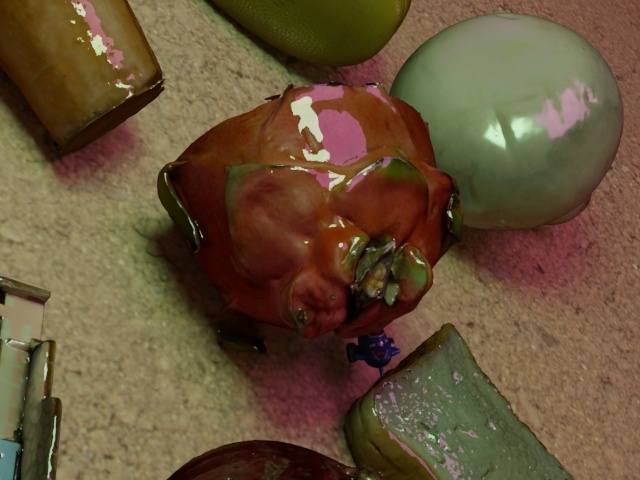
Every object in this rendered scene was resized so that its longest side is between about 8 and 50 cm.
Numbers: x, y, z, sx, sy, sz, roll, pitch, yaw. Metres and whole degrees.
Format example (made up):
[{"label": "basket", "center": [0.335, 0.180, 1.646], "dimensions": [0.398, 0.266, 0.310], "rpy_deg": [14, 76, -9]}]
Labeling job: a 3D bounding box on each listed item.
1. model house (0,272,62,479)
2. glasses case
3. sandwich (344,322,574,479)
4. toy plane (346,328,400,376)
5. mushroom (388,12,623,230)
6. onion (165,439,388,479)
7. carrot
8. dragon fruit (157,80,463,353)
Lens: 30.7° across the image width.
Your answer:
[{"label": "model house", "center": [-0.330, 0.146, 0.839], "dimensions": [0.244, 0.169, 0.326], "rpy_deg": [21, 46, -27]}, {"label": "glasses case", "center": [-0.063, -0.368, 1.520], "dimensions": [0.371, 0.173, 0.141], "rpy_deg": [40, 38, -7]}, {"label": "sandwich", "center": [0.157, 0.236, 1.285], "dimensions": [0.251, 0.087, 0.226], "rpy_deg": [51, 42, 8]}, {"label": "toy plane", "center": [0.051, 0.096, 1.296], "dimensions": [0.054, 0.062, 0.167], "rpy_deg": [-7, 19, -10]}, {"label": "mushroom", "center": [0.270, -0.153, 1.552], "dimensions": [0.356, 0.315, 0.315], "rpy_deg": [10, 51, -22]}, {"label": "onion", "center": [-0.026, 0.289, 0.939], "dimensions": [0.276, 0.276, 0.276], "rpy_deg": [25, 44, -26]}, {"label": "carrot", "center": [-0.266, -0.237, 1.213], "dimensions": [0.254, 0.196, 0.196], "rpy_deg": [54, 38, 1]}, {"label": "dragon fruit", "center": [0.000, 0.000, 1.191], "dimensions": [0.305, 0.305, 0.225], "rpy_deg": [2, 63, -42]}]
